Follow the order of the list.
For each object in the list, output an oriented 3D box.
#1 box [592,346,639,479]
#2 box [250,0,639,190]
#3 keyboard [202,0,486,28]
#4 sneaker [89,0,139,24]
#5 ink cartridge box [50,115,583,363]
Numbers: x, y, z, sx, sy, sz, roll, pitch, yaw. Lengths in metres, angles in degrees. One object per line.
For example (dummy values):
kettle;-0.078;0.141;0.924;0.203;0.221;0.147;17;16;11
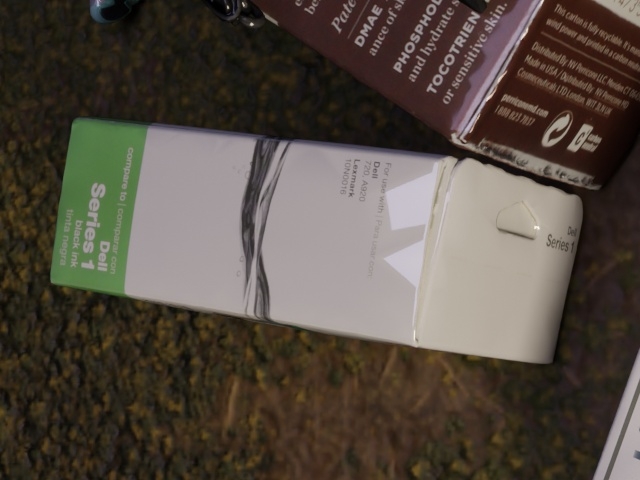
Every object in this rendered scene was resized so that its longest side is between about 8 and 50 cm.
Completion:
box;0.239;0.050;0.805;0.169;0.087;0.290;20;93;32
box;0.073;-0.152;0.887;0.203;0.168;0.167;36;103;30
keyboard;-0.041;-0.203;0.824;0.317;0.033;0.201;37;103;23
sneaker;-0.136;-0.181;1.100;0.069;0.038;0.098;14;81;34
ink cartridge box;0.000;0.000;0.915;0.219;0.160;0.092;9;89;33
